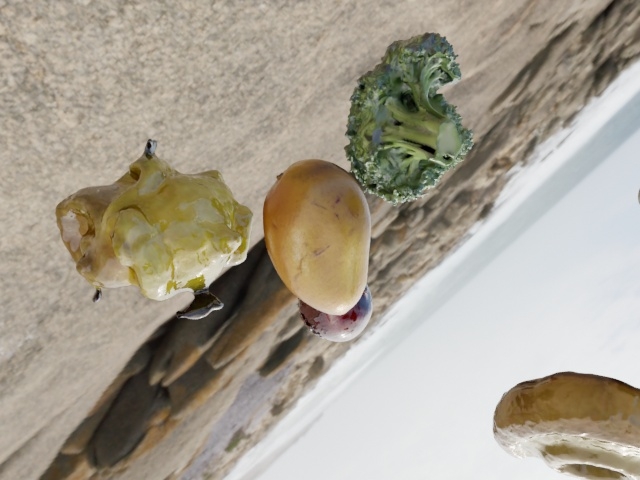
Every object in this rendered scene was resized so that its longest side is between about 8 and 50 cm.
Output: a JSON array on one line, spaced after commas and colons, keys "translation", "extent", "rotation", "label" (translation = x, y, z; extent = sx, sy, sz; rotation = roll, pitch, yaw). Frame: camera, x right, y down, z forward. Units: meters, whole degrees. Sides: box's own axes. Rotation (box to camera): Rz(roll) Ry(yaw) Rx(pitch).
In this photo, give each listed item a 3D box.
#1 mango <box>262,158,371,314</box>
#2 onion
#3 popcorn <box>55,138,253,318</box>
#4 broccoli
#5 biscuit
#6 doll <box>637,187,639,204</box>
[{"translation": [0.000, 0.000, 0.807], "extent": [0.145, 0.219, 0.112], "rotation": [-13, -167, -1], "label": "mango"}, {"translation": [0.023, 0.095, 0.951], "extent": [0.131, 0.131, 0.131], "rotation": [-39, 167, -11], "label": "onion"}, {"translation": [-0.269, -0.025, 0.978], "extent": [0.297, 0.316, 0.281], "rotation": [-92, -177, -76], "label": "popcorn"}, {"translation": [0.222, -0.253, 1.314], "extent": [0.249, 0.302, 0.375], "rotation": [-1, 113, -47], "label": "broccoli"}, {"translation": [0.364, 0.256, 0.790], "extent": [0.213, 0.274, 0.091], "rotation": [66, 39, -50], "label": "biscuit"}, {"translation": [0.560, -0.170, 0.808], "extent": [0.423, 0.161, 0.348], "rotation": [84, 17, -51], "label": "doll"}]
